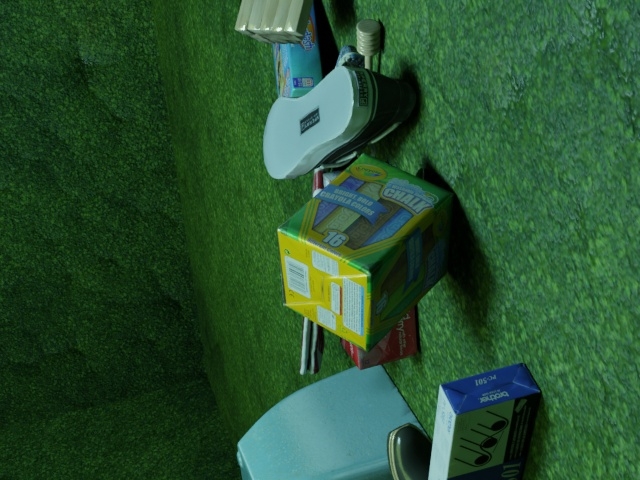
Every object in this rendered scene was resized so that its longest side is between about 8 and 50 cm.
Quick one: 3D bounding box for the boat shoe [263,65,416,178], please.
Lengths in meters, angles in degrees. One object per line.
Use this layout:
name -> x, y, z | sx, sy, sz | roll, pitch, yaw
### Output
boat shoe -> 0.019, -0.148, 1.468 | 0.306, 0.105, 0.113 | 149, 119, -61

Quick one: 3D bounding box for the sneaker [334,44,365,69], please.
sneaker -> 0.040, -0.201, 1.546 | 0.058, 0.052, 0.135 | -103, 16, -47

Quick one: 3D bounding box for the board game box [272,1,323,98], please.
board game box -> -0.036, -0.274, 1.700 | 0.160, 0.047, 0.210 | 109, 157, -67

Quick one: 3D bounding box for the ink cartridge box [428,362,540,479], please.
ink cartridge box -> 0.175, 0.225, 1.262 | 0.207, 0.097, 0.046 | 90, 162, -45

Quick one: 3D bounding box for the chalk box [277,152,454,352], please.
chalk box -> 0.068, -0.001, 1.340 | 0.132, 0.213, 0.132 | 27, 141, 28

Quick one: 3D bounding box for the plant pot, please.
plant pot -> 0.015, 0.365, 1.731 | 0.247, 0.252, 0.248 | -123, 24, -58

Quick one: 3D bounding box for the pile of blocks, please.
pile of blocks -> -0.040, -0.424, 1.583 | 0.113, 0.149, 0.362 | 17, -119, -54

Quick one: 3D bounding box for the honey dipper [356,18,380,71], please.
honey dipper -> 0.062, -0.211, 1.474 | 0.160, 0.030, 0.030 | 86, 165, -50

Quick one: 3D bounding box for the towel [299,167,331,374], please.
towel -> 0.000, 0.000, 1.674 | 0.237, 0.037, 0.329 | 94, 180, -54

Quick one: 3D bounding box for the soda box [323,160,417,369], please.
soda box -> 0.068, 0.035, 1.537 | 0.083, 0.092, 0.263 | -129, 29, -61

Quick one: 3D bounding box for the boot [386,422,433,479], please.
boot -> 0.164, 0.333, 1.500 | 0.198, 0.077, 0.137 | 64, 163, -2
